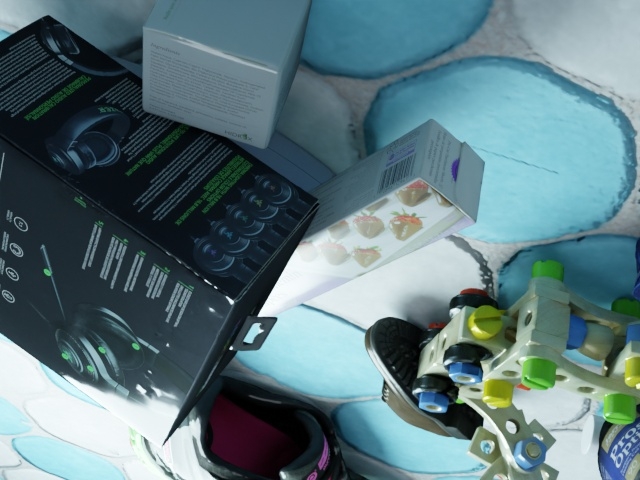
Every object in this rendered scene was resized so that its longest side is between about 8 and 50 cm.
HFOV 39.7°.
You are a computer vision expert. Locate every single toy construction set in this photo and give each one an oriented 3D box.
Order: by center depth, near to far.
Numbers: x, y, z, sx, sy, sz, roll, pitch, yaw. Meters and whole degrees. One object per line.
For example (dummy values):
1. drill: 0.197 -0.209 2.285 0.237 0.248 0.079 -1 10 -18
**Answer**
1. toy construction set: 0.215 0.139 0.892 0.215 0.151 0.327 14 138 -5

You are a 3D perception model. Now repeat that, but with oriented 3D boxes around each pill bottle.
1. pill bottle: 0.345 0.230 0.878 0.123 0.123 0.219 14 -176 4
2. pill bottle: 0.364 0.237 1.020 0.116 0.065 0.065 14 145 6

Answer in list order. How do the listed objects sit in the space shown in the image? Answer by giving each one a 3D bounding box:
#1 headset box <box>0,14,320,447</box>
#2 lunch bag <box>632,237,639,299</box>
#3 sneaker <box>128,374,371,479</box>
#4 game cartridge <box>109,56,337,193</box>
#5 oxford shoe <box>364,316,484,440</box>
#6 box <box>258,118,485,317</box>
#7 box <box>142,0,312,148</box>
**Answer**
1. headset box: -0.166 0.007 0.726 0.283 0.131 0.246 34 137 5
2. lunch bag: 0.309 0.017 0.741 0.067 0.065 0.098 17 146 1
3. sneaker: -0.041 0.336 1.227 0.483 0.185 0.202 35 145 -26
4. game cartridge: -0.107 -0.049 0.841 0.297 0.062 0.198 29 139 -17
5. oxford shoe: 0.100 0.167 1.024 0.096 0.083 0.227 -5 138 36
6. box: 0.000 0.000 0.762 0.063 0.067 0.324 35 140 -24
7. box: -0.068 -0.142 0.651 0.102 0.101 0.087 18 145 -1
